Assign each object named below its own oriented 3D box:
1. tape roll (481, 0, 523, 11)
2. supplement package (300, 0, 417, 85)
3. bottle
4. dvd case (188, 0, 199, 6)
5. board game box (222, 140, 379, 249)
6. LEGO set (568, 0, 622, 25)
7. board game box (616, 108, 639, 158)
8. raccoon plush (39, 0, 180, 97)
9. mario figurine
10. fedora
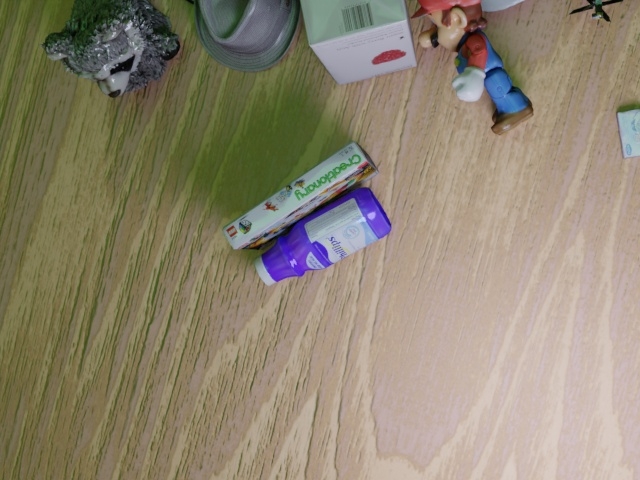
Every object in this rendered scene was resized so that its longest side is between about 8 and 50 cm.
[{"bbox_3d":[0.334,-0.556,1.327,0.219,0.072,0.219,12,124,18],"label":"tape roll"},{"bbox_3d":[0.075,-0.428,1.318,0.178,0.293,0.175,-12,87,11],"label":"supplement package"},{"bbox_3d":[0.000,0.000,1.419,0.283,0.118,0.092,-28,50,9],"label":"bottle"},{"bbox_3d":[-0.227,-0.634,1.520,0.180,0.022,0.253,31,95,10],"label":"dvd case"},{"bbox_3d":[-0.033,-0.082,1.389,0.305,0.193,0.053,-33,83,10],"label":"board game box"},{"bbox_3d":[0.600,-0.533,1.299,0.331,0.192,0.255,-13,58,-2],"label":"LEGO set"},{"bbox_3d":[0.626,-0.210,1.345,0.090,0.020,0.090,-8,88,11],"label":"board game box"},{"bbox_3d":[-0.488,-0.489,1.430,0.216,0.299,0.446,-36,83,9],"label":"raccoon plush"},{"bbox_3d":[0.268,-0.347,1.331,0.170,0.198,0.320,-35,98,-12],"label":"mario figurine"},{"bbox_3d":[-0.169,-0.489,1.426,0.244,0.124,0.275,21,106,12],"label":"fedora"}]
